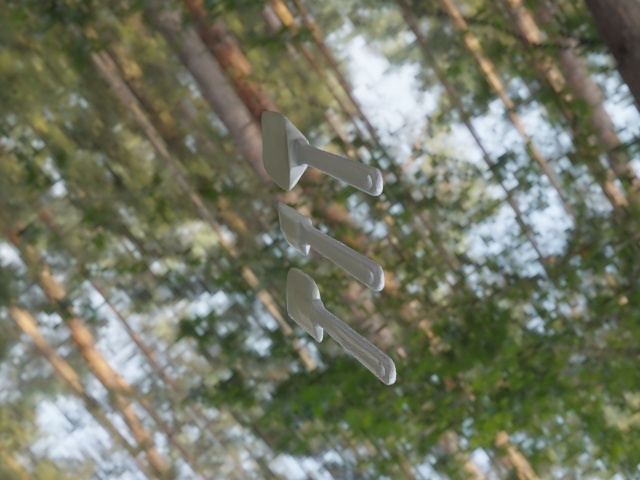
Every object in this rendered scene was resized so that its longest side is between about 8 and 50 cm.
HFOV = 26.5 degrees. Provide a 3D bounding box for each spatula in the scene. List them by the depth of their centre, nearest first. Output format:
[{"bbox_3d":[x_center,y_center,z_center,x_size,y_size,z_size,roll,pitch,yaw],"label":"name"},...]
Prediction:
[{"bbox_3d":[0.000,0.000,0.936,0.019,0.168,0.242,-7,-168,-16],"label":"spatula"}]
